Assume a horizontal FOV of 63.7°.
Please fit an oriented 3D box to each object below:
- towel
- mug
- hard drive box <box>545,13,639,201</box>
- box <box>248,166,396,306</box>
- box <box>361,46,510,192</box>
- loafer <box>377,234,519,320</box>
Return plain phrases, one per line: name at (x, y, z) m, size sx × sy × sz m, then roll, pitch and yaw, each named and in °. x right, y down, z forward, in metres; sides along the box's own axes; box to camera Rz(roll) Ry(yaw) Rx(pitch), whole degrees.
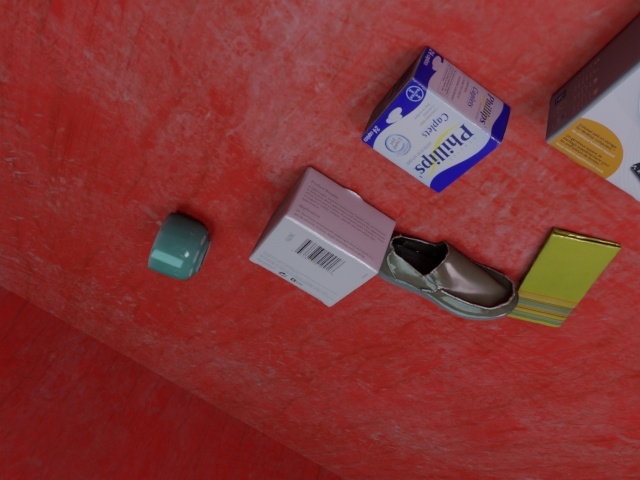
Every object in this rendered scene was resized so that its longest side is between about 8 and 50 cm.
towel at (0.388, 0.068, 0.849) m, size 0.102 × 0.021 × 0.237 m, roll 12°, pitch 142°, yaw 8°
mug at (-0.287, 0.010, 1.094) m, size 0.097 × 0.158 × 0.129 m, roll 21°, pitch 122°, yaw -6°
hard drive box at (0.380, -0.150, 0.512) m, size 0.181 × 0.089 × 0.232 m, roll 29°, pitch 144°, yaw -6°
box at (0.000, 0.000, 0.901) m, size 0.181 × 0.119 × 0.182 m, roll 32°, pitch 145°, yaw -10°
box at (0.146, -0.149, 0.665) m, size 0.137 × 0.072 × 0.126 m, roll 32°, pitch 145°, yaw -11°
loafer at (0.212, 0.059, 0.873) m, size 0.251 × 0.094 × 0.087 m, roll 17°, pitch 148°, yaw 11°
